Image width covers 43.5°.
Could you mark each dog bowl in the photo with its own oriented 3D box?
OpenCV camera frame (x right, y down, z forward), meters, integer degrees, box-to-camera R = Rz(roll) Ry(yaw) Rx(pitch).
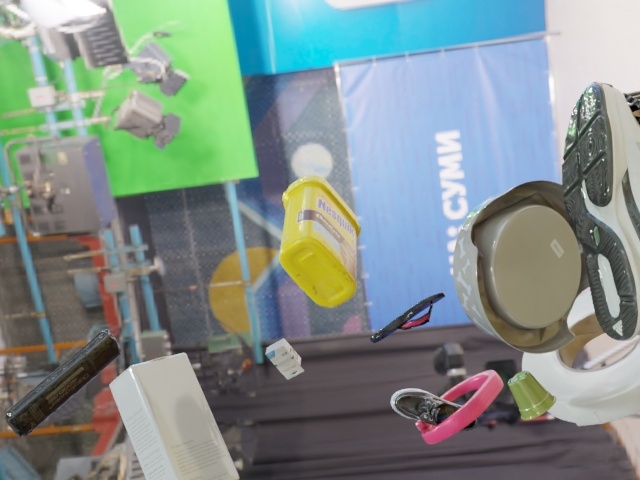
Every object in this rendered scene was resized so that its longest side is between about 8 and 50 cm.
[{"bbox_3d":[0.417,0.052,1.632,0.102,0.349,0.349,0,98,59],"label":"dog bowl"}]

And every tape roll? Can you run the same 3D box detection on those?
[{"bbox_3d":[0.646,0.248,1.817,0.072,0.392,0.392,54,-164,-20],"label":"tape roll"}]

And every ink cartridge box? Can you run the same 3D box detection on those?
[{"bbox_3d":[-0.076,0.260,1.756,0.083,0.048,0.028,53,-161,-22],"label":"ink cartridge box"}]

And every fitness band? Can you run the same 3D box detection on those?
[{"bbox_3d":[0.366,0.433,2.095,0.054,0.209,0.291,57,-142,1],"label":"fitness band"}]

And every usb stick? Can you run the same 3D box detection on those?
[{"bbox_3d":[-0.539,0.299,1.696,0.278,0.045,0.077,-43,-49,-32],"label":"usb stick"}]

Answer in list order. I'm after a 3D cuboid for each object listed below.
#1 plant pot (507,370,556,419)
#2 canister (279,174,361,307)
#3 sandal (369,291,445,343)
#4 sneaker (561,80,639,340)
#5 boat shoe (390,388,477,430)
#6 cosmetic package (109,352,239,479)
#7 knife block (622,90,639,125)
[{"bbox_3d":[0.430,0.314,1.656,0.079,0.083,0.083,57,-174,-1],"label":"plant pot"},{"bbox_3d":[0.000,0.000,1.117,0.126,0.073,0.170,49,-158,-24],"label":"canister"},{"bbox_3d":[0.183,0.165,1.628,0.040,0.179,0.067,56,-175,19],"label":"sandal"},{"bbox_3d":[0.556,-0.053,1.299,0.169,0.257,0.447,106,163,-65],"label":"sneaker"},{"bbox_3d":[0.294,0.440,2.051,0.076,0.228,0.080,161,129,-82],"label":"boat shoe"},{"bbox_3d":[-0.237,0.309,1.293,0.117,0.085,0.231,-5,-118,-49],"label":"cosmetic package"},{"bbox_3d":[0.646,-0.205,1.538,0.276,0.242,0.088,32,-168,-48],"label":"knife block"}]
